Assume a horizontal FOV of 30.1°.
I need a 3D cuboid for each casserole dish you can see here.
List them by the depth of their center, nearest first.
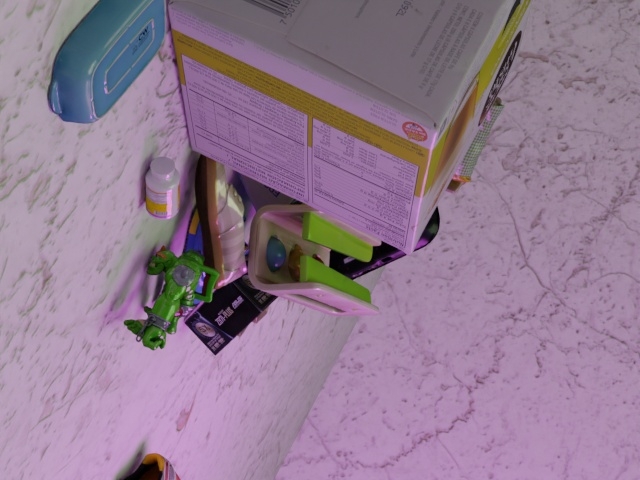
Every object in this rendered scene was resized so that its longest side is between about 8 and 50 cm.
[{"bbox_3d":[-0.207,-0.193,1.206,0.188,0.037,0.114,-59,168,-33],"label":"casserole dish"}]

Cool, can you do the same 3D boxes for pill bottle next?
[{"bbox_3d":[-0.197,-0.066,1.491,0.043,0.043,0.083,-56,166,-36],"label":"pill bottle"}]

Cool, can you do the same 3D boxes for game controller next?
[{"bbox_3d":[0.058,-0.022,2.049,0.319,0.166,0.067,-26,165,30],"label":"game controller"}]

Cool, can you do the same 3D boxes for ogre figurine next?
[{"bbox_3d":[-0.202,0.074,1.641,0.118,0.097,0.197,-60,165,10],"label":"ogre figurine"}]

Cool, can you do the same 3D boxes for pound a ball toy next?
[{"bbox_3d":[0.000,0.000,1.835,0.319,0.135,0.208,25,65,-66],"label":"pound a ball toy"}]

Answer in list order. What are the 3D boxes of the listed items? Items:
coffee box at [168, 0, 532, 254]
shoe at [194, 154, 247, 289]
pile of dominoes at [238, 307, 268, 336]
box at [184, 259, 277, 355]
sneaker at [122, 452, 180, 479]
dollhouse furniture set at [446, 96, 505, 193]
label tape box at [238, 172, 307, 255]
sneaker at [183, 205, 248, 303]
[{"bbox_3d":[0.051,-0.248,1.478,0.337,0.338,0.334,-60,168,-23],"label":"coffee box"},{"bbox_3d":[-0.136,-0.033,1.665,0.076,0.058,0.219,-124,-153,-51],"label":"shoe"},{"bbox_3d":[-0.108,0.032,2.178,0.196,0.040,0.251,-42,146,-62],"label":"pile of dominoes"},{"bbox_3d":[-0.114,0.082,1.938,0.147,0.077,0.180,-44,179,41],"label":"box"},{"bbox_3d":[-0.321,0.444,1.966,0.225,0.088,0.093,-56,145,-39],"label":"sneaker"},{"bbox_3d":[0.134,-0.193,2.057,0.151,0.301,0.197,-55,168,-51],"label":"dollhouse furniture set"},{"bbox_3d":[-0.020,-0.148,1.894,0.348,0.115,0.249,-47,176,22],"label":"label tape box"},{"bbox_3d":[-0.159,0.029,1.777,0.069,0.082,0.209,-55,166,-49],"label":"sneaker"}]
